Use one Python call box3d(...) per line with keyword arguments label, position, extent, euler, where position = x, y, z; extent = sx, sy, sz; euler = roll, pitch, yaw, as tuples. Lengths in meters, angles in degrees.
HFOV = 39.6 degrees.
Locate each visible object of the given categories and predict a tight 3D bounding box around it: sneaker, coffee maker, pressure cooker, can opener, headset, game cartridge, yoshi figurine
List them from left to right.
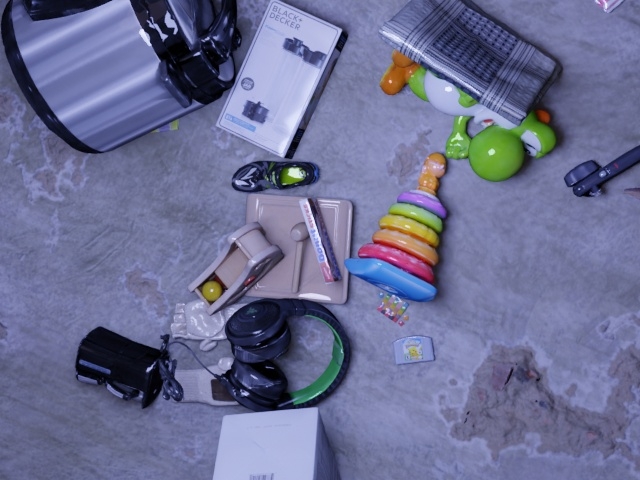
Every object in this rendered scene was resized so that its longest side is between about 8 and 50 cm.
box3d(label="coffee maker", position=(-0.427, 0.254, 1.936), extent=(0.178, 0.120, 0.171), euler=(20, 89, 9))
box3d(label="pressure cooker", position=(-0.357, -0.408, 1.758), extent=(0.420, 0.375, 0.370), euler=(-22, 95, 13))
box3d(label="headset", position=(-0.126, 0.250, 1.788), extent=(0.394, 0.185, 0.244), euler=(-1, 113, -16))
box3d(label="sneaker", position=(-0.099, -0.138, 1.869), extent=(0.188, 0.078, 0.067), euler=(-4, 92, 11))
box3d(label="game cartridge", position=(0.194, 0.228, 1.868), extent=(0.083, 0.017, 0.056), euler=(-9, 88, 11))
box3d(label="yoshi figurine", position=(0.283, -0.247, 1.748), extent=(0.362, 0.203, 0.203), euler=(34, 114, 5))
box3d(label="can opener", position=(0.577, -0.143, 1.755), extent=(0.186, 0.059, 0.073), euler=(-29, 87, 11))

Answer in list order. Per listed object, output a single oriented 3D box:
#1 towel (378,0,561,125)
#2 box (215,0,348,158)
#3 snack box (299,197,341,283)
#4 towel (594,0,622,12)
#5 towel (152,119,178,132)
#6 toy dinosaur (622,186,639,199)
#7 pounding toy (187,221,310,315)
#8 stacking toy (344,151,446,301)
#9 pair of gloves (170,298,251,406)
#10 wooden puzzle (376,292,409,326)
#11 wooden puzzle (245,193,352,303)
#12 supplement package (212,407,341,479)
box3d(label="towel", position=(0.297, -0.365, 1.678), extent=(0.312, 0.324, 0.056), euler=(34, 128, 7))
box3d(label="box", position=(-0.081, -0.334, 1.851), extent=(0.169, 0.087, 0.290), euler=(27, 97, 8))
box3d(label="snack box", position=(0.000, 0.000, 1.820), extent=(0.022, 0.064, 0.178), euler=(-18, 89, 15))
box3d(label="towel", position=(0.554, -0.565, 1.751), extent=(0.144, 0.029, 0.197), euler=(-43, 85, 10))
box3d(label="towel", position=(-0.351, -0.267, 1.944), extent=(0.083, 0.009, 0.060), euler=(-3, 92, 11))
box3d(label="toy dinosaur", position=(0.741, -0.093, 1.702), extent=(0.295, 0.127, 0.200), euler=(17, 89, 21))
box3d(label="pounding toy", position=(-0.132, 0.065, 1.811), extent=(0.269, 0.154, 0.155), euler=(-43, 80, 16))
box3d(label="stacking toy", position=(0.190, -0.040, 1.801), extent=(0.165, 0.175, 0.302), euler=(26, 79, -19))
box3d(label="pair of gloves", position=(-0.232, 0.244, 1.934), extent=(0.204, 0.042, 0.240), euler=(3, 93, 10))
box3d(label="wooden puzzle", position=(0.153, 0.140, 1.875), extent=(0.083, 0.006, 0.049), euler=(35, 99, 7))
box3d(label="wooden puzzle", position=(-0.050, 0.017, 1.891), extent=(0.238, 0.044, 0.221), euler=(5, 94, 15))
box3d(label="supplement package", position=(-0.079, 0.499, 1.781), extent=(0.199, 0.198, 0.263), euler=(-7, 130, 10))
